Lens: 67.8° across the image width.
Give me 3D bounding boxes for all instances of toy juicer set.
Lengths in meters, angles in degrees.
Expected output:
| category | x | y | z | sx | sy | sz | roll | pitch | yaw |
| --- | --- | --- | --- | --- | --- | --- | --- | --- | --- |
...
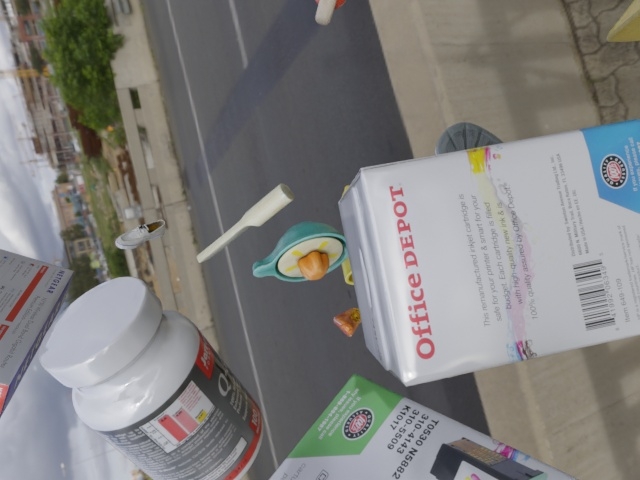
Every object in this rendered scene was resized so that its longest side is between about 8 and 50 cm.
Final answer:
| category | x | y | z | sx | sy | sz | roll | pitch | yaw |
| --- | --- | --- | --- | --- | --- | --- | --- | --- | --- |
| toy juicer set | 0.000 | 0.000 | 0.748 | 0.209 | 0.329 | 0.089 | -51 | 48 | 40 |

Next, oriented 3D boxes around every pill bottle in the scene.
| category | x | y | z | sx | sy | sz | roll | pitch | yaw |
| --- | --- | --- | --- | --- | --- | --- | --- | --- | --- |
| pill bottle | -0.257 | 0.246 | 0.775 | 0.210 | 0.210 | 0.363 | 41 | 161 | 53 |

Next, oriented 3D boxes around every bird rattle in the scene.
| category | x | y | z | sx | sy | sz | roll | pitch | yaw |
| --- | --- | --- | --- | --- | --- | --- | --- | --- | --- |
| bird rattle | 0.040 | -0.575 | 1.033 | 0.253 | 0.143 | 0.207 | -104 | 27 | -58 |

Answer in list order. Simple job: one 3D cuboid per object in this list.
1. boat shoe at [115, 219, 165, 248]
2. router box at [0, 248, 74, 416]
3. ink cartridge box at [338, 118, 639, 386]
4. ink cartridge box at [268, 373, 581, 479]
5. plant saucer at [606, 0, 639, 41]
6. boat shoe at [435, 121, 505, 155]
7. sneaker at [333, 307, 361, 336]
| category | x | y | z | sx | sy | sz | roll | pitch | yaw |
| --- | --- | --- | --- | --- | --- | --- | --- | --- | --- |
| boat shoe | -0.330 | -0.015 | 0.880 | 0.035 | 0.100 | 0.035 | 44 | 130 | 20 |
| router box | -0.626 | 0.119 | 0.797 | 0.082 | 0.301 | 0.335 | -62 | 20 | 20 |
| ink cartridge box | 0.175 | 0.013 | 0.514 | 0.197 | 0.270 | 0.198 | 139 | 120 | -85 |
| ink cartridge box | 0.083 | 0.244 | 0.334 | 0.278 | 0.201 | 0.117 | 10 | 137 | 48 |
| plant saucer | 0.441 | -0.340 | 0.406 | 0.081 | 0.333 | 0.333 | 36 | 104 | 7 |
| boat shoe | 0.336 | -0.083 | 0.829 | 0.320 | 0.118 | 0.103 | 36 | -175 | 5 |
| sneaker | 0.076 | 0.201 | 1.229 | 0.064 | 0.067 | 0.175 | 46 | -174 | 4 |
